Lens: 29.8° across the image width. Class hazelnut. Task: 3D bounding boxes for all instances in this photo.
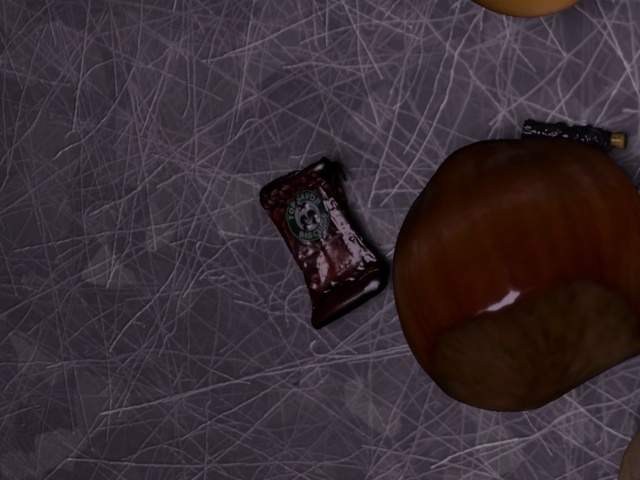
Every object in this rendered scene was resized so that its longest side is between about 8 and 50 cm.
[{"bbox_3d":[0.258,0.041,1.564,0.365,0.366,0.366,5,101,24],"label":"hazelnut"}]

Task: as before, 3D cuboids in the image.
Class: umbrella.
[{"bbox_3d":[0.343,-0.140,1.634,0.143,0.037,0.040,9,104,25],"label":"umbrella"}]

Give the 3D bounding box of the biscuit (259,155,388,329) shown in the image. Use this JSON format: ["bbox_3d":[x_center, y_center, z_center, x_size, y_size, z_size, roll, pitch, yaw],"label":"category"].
[{"bbox_3d":[0.005,-0.002,1.802,0.151,0.063,0.235,-29,83,26],"label":"biscuit"}]

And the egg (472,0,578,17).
[{"bbox_3d":[0.244,-0.438,1.510,0.250,0.250,0.323,-25,83,27],"label":"egg"}]

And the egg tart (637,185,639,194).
[{"bbox_3d":[0.514,-0.019,1.545,0.234,0.094,0.234,6,104,24],"label":"egg tart"}]

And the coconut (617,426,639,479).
[{"bbox_3d":[0.559,0.319,1.447,0.415,0.415,0.345,-43,82,25],"label":"coconut"}]
